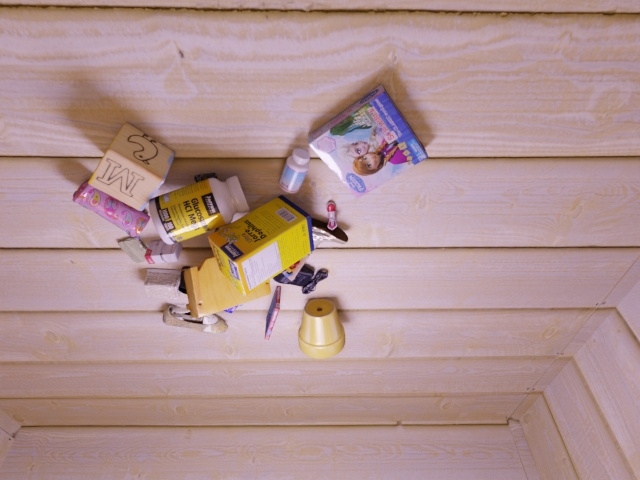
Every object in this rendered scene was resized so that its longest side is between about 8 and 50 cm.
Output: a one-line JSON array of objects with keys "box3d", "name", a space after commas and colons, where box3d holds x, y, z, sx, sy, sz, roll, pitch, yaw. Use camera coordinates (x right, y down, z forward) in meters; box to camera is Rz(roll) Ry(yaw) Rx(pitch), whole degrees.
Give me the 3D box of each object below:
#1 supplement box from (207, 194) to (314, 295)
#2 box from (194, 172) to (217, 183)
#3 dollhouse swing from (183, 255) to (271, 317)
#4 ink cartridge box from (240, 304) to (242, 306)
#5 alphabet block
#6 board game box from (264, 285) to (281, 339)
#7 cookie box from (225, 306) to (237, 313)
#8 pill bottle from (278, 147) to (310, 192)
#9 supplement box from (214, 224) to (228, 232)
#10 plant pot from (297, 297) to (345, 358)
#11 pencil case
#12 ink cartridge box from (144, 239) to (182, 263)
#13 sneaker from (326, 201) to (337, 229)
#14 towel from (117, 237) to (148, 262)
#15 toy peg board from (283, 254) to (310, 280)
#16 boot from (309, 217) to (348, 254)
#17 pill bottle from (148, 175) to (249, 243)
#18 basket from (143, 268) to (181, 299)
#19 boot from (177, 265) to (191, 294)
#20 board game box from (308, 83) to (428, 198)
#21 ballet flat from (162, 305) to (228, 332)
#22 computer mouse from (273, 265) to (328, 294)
[{"box3d": [-0.223, 0.011, 1.581, 0.356, 0.195, 0.194, -33, 140, -27], "name": "supplement box"}, {"box3d": [-0.447, -0.231, 1.585, 0.083, 0.018, 0.067, -7, 134, 5], "name": "box"}, {"box3d": [-0.457, 0.176, 1.844, 0.347, 0.305, 0.315, -15, 109, -33], "name": "dollhouse swing"}, {"box3d": [-0.438, 0.301, 2.074, 0.083, 0.048, 0.028, 28, 127, -26], "name": "ink cartridge box"}, {"box3d": [-0.670, -0.260, 1.437, 0.197, 0.192, 0.193, 31, 124, -29], "name": "alphabet block"}, {"box3d": [-0.249, 0.379, 2.088, 0.027, 0.145, 0.281, 12, 133, -11], "name": "board game box"}, {"box3d": [-0.494, 0.331, 2.108, 0.107, 0.040, 0.092, 28, 127, -25], "name": "cookie box"}, {"box3d": [-0.096, -0.263, 1.515, 0.087, 0.087, 0.160, 15, 132, -15], "name": "pill bottle"}, {"box3d": [-0.420, -0.027, 1.756, 0.083, 0.056, 0.083, 19, 131, -18], "name": "supplement box"}, {"box3d": [0.001, 0.445, 2.104, 0.254, 0.254, 0.239, -3, 119, 2], "name": "plant pot"}, {"box3d": [-0.833, -0.124, 1.609, 0.124, 0.124, 0.284, -29, 130, 24], "name": "pencil case"}, {"box3d": [-0.698, 0.048, 1.792, 0.135, 0.099, 0.056, -5, 134, 4], "name": "ink cartridge box"}, {"box3d": [0.048, -0.099, 1.689, 0.042, 0.067, 0.118, -5, 134, 3], "name": "sneaker"}, {"box3d": [-0.843, 0.046, 1.836, 0.110, 0.027, 0.148, -14, 132, 13], "name": "towel"}, {"box3d": [-0.160, 0.078, 1.772, 0.161, 0.079, 0.161, 41, 116, 13], "name": "toy peg board"}, {"box3d": [0.000, 0.000, 1.777, 0.213, 0.077, 0.165, 21, 129, -11], "name": "boot"}, {"box3d": [-0.450, -0.125, 1.517, 0.334, 0.188, 0.188, -21, 134, -7], "name": "pill bottle"}, {"box3d": [-0.759, 0.213, 1.946, 0.167, 0.103, 0.113, 4, 135, -6], "name": "basket"}, {"box3d": [-0.588, 0.220, 1.933, 0.198, 0.137, 0.077, 21, 130, -21], "name": "boot"}, {"box3d": [0.174, -0.342, 1.460, 0.318, 0.066, 0.318, -30, 127, 25], "name": "board game box"}, {"box3d": [-0.661, 0.417, 2.146, 0.348, 0.123, 0.123, 13, 132, -13], "name": "ballet flat"}, {"box3d": [-0.118, 0.168, 1.948, 0.272, 0.072, 0.188, 20, 129, -35], "name": "computer mouse"}]
